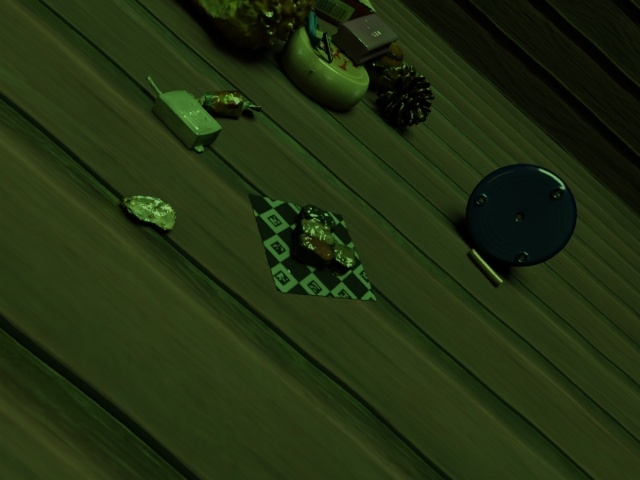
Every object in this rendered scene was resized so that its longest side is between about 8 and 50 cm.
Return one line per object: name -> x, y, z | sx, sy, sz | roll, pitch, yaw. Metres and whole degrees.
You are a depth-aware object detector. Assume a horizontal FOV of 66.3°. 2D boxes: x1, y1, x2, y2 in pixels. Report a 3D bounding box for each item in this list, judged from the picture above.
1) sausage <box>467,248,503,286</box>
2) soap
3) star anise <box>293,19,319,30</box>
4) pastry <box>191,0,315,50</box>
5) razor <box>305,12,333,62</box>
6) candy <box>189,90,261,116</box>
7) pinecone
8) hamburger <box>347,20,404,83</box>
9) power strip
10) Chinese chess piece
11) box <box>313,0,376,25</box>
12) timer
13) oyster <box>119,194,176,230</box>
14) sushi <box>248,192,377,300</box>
sausage -> 0.428, 0.070, 1.273 | 0.116, 0.026, 0.026 | 50, 35, 12
soap -> 0.136, -0.608, 1.472 | 0.122, 0.065, 0.203 | 45, 46, 4
star anise -> -0.125, -0.719, 1.521 | 0.220, 0.099, 0.214 | 41, 20, 5
pastry -> -0.175, -0.688, 1.255 | 0.405, 0.292, 0.337 | 51, 35, 6
razor -> -0.015, -0.582, 1.342 | 0.082, 0.042, 0.253 | 70, 4, -49
candy -> -0.195, -0.288, 1.025 | 0.182, 0.046, 0.053 | -10, 58, -47
pinecone -> 0.271, -0.456, 1.556 | 0.195, 0.179, 0.150 | 62, -2, 5
hamburger -> 0.173, -0.619, 1.659 | 0.243, 0.139, 0.262 | -5, 56, -45
power strip -> -0.263, -0.241, 0.911 | 0.175, 0.042, 0.075 | 45, 36, 4
Chinese chess piece -> 0.015, -0.490, 1.400 | 0.273, 0.102, 0.273 | 26, 38, -22
box -> 0.000, -1.018, 1.933 | 0.344, 0.122, 0.386 | 11, 45, -37
timer -> 0.575, -0.089, 1.431 | 0.270, 0.270, 0.383 | 47, 21, 7
oyster -> -0.256, -0.043, 0.726 | 0.083, 0.019, 0.054 | 24, 40, -29
sushi -> 0.000, 0.000, 0.906 | 0.231, 0.047, 0.220 | 10, 46, -38
